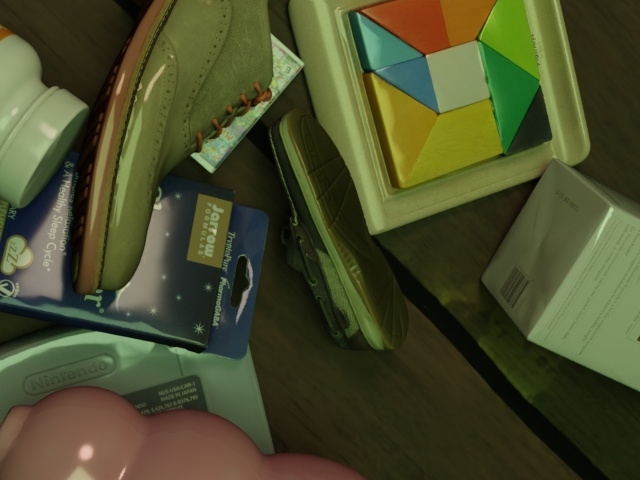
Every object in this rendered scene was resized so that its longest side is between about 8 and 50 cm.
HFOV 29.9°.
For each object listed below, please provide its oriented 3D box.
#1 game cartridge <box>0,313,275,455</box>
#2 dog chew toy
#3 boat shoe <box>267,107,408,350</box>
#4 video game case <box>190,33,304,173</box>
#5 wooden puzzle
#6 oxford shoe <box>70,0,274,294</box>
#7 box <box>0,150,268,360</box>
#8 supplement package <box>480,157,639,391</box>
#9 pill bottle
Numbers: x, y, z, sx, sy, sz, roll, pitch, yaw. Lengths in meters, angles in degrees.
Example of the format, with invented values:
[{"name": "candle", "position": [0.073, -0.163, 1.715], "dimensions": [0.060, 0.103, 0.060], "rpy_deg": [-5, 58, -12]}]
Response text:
[{"name": "game cartridge", "position": [-0.192, 0.166, 0.991], "dimensions": [0.297, 0.062, 0.198], "rpy_deg": [-15, 97, -14]}, {"name": "dog chew toy", "position": [-0.096, 0.222, 0.904], "dimensions": [0.331, 0.206, 0.207], "rpy_deg": [32, 88, -10]}, {"name": "boat shoe", "position": [0.001, 0.000, 1.011], "dimensions": [0.073, 0.080, 0.224], "rpy_deg": [-17, 109, 27]}, {"name": "video game case", "position": [-0.084, -0.129, 0.996], "dimensions": [0.087, 0.011, 0.122], "rpy_deg": [41, 86, -10]}, {"name": "wooden puzzle", "position": [0.111, -0.139, 1.041], "dimensions": [0.238, 0.044, 0.221], "rpy_deg": [-18, 103, -13]}, {"name": "oxford shoe", "position": [-0.098, -0.115, 0.913], "dimensions": [0.130, 0.123, 0.348], "rpy_deg": [19, 81, -17]}, {"name": "box", "position": [-0.153, 0.008, 0.958], "dimensions": [0.225, 0.036, 0.136], "rpy_deg": [13, 71, -15]}, {"name": "supplement package", "position": [0.292, 0.052, 1.061], "dimensions": [0.244, 0.139, 0.134], "rpy_deg": [25, 104, -18]}, {"name": "pill bottle", "position": [-0.282, -0.119, 0.864], "dimensions": [0.216, 0.121, 0.121], "rpy_deg": [33, 88, -4]}]
